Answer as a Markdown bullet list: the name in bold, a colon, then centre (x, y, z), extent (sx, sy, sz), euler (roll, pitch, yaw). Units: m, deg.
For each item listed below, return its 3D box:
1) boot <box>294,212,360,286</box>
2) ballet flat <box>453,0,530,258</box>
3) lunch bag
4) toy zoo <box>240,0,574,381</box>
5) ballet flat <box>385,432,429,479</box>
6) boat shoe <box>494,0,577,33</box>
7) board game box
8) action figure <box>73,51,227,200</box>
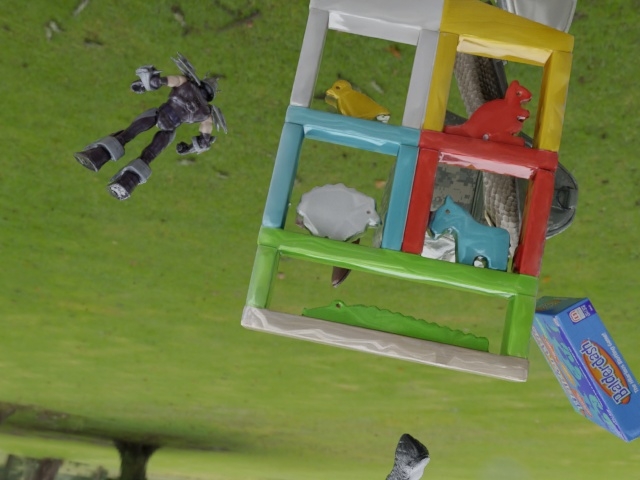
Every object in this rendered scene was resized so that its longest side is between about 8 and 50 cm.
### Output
- **boot**: centre (0.000, 0.000, 1.086), extent (0.114, 0.106, 0.037), euler (39, 134, -21)
- **ballet flat**: centre (0.159, -0.101, 0.702), extent (0.058, 0.249, 0.084), euler (-11, -179, 22)
- **lunch bag**: centre (0.247, -0.055, 1.221), extent (0.256, 0.212, 0.305), euler (19, 164, -5)
- **toy zoo**: centre (0.068, -0.064, 0.521), extent (0.192, 0.293, 0.030), euler (11, 169, 4)
- **ballet flat**: centre (0.132, 0.351, 1.154), extent (0.058, 0.049, 0.173), euler (-18, 148, -23)
- **boat shoe**: centre (0.261, -0.406, 0.964), extent (0.112, 0.335, 0.095), euler (-11, -170, -13)
- **board game box**: centre (0.322, 0.148, 0.912), extent (0.047, 0.160, 0.210), euler (-29, 174, 2)
- **action figure**: centre (-0.278, -0.202, 1.275), extent (0.185, 0.285, 0.099), euler (53, 157, -21)
